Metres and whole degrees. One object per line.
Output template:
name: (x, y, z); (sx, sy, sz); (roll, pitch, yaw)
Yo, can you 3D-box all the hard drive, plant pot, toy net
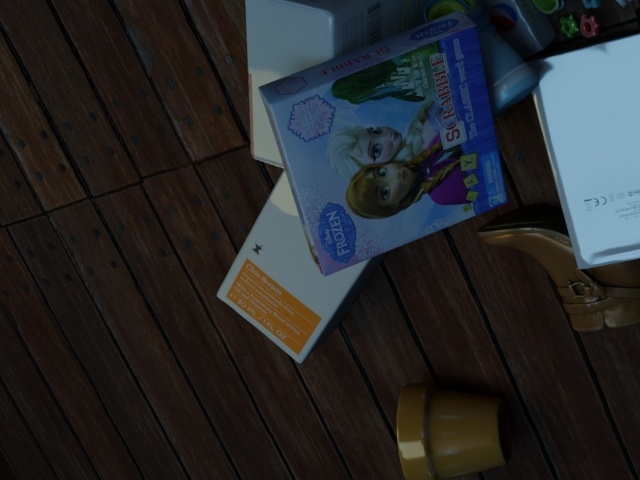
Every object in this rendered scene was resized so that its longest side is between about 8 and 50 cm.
hard drive: (0.480, -0.144, 1.873); (0.233, 0.047, 0.353); (-12, 105, 22)
plant pot: (0.266, 0.375, 2.301); (0.187, 0.205, 0.205); (-7, 114, 20)
toy net: (0.405, -0.363, 1.782); (0.232, 0.045, 0.122); (8, 120, 66)

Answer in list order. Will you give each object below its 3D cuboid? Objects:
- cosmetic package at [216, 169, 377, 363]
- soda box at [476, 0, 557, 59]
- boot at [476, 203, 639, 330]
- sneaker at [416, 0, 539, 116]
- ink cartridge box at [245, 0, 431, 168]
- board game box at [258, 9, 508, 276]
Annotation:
cosmetic package: (0.000, 0.000, 2.262); (0.230, 0.161, 0.453); (38, 131, 9)
soda box: (0.287, -0.394, 1.886); (0.069, 0.074, 0.216); (-22, 104, 41)
boot: (0.422, 0.049, 2.054); (0.283, 0.109, 0.220); (-6, 112, 25)
sneaker: (0.226, -0.285, 1.912); (0.208, 0.127, 0.319); (55, 165, 1)
ink cartridge box: (0.056, -0.305, 1.891); (0.160, 0.384, 0.279); (18, 126, 28)
board game box: (0.102, -0.137, 1.749); (0.066, 0.318, 0.319); (-121, 10, -53)
